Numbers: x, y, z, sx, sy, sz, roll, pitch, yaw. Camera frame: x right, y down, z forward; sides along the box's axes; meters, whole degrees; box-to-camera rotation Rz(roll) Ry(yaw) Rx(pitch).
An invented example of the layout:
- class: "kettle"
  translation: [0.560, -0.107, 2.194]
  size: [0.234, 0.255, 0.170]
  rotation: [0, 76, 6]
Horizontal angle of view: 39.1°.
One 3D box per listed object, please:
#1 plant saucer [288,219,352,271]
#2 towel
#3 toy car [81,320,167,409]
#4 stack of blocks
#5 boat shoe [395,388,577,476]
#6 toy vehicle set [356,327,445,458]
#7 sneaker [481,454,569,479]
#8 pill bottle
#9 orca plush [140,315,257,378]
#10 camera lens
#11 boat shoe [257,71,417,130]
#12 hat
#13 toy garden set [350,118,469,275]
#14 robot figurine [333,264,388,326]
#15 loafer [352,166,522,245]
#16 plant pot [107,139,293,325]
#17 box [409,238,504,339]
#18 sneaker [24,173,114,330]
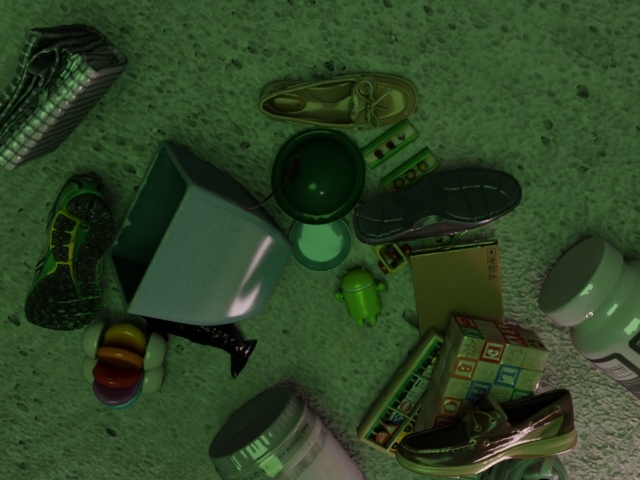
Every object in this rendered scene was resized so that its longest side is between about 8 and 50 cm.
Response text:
- class: "plant saucer"
  translation: [0.000, 0.000, 1.705]
  size: [0.119, 0.021, 0.119]
  rotation: [0, 106, 1]
- class: "towel"
  translation: [-0.459, -0.246, 1.511]
  size: [0.121, 0.284, 0.235]
  rotation: [42, 102, -9]
- class: "toy car"
  translation: [-0.381, 0.248, 1.716]
  size: [0.159, 0.136, 0.182]
  rotation: [11, 132, -3]
- class: "stack of blocks"
  translation: [0.294, 0.304, 1.708]
  size: [0.171, 0.087, 0.297]
  rotation: [12, 110, -12]
- class: "boat shoe"
  translation: [0.297, 0.330, 1.613]
  size: [0.341, 0.123, 0.123]
  rotation: [-6, 105, -10]
- class: "toy vehicle set"
  translation: [0.210, 0.316, 1.771]
  size: [0.166, 0.035, 0.267]
  rotation: [29, 106, -17]
- class: "sneaker"
  translation: [0.379, 0.526, 1.751]
  size: [0.137, 0.210, 0.366]
  rotation: [12, 107, -1]
- class: "pill bottle"
  translation: [0.591, 0.166, 1.638]
  size: [0.363, 0.210, 0.210]
  rotation: [37, 104, -9]
- class: "orca plush"
  translation: [-0.262, 0.167, 1.720]
  size: [0.151, 0.102, 0.287]
  rotation: [-41, 101, 12]
- class: "camera lens"
  translation: [-0.056, 0.450, 1.738]
  size: [0.219, 0.219, 0.274]
  rotation: [-34, 102, 11]
- class: "boat shoe"
  translation: [0.031, -0.240, 1.597]
  size: [0.285, 0.089, 0.105]
  rotation: [-4, 106, 2]
- class: "hat"
  translation: [-0.013, -0.117, 1.553]
  size: [0.172, 0.183, 0.209]
  rotation: [15, 83, 6]
- class: "toy garden set"
  translation: [0.146, -0.067, 1.666]
  size: [0.203, 0.049, 0.244]
  rotation: [-35, 102, 11]
- class: "robot figurine"
  translation: [0.077, 0.104, 1.710]
  size: [0.101, 0.067, 0.115]
  rotation: [-13, 106, 14]
- class: "loafer"
  translation: [0.205, -0.055, 1.613]
  size: [0.302, 0.095, 0.109]
  rotation: [-13, 74, 0]
- class: "plant pot"
  translation: [-0.199, 0.010, 1.601]
  size: [0.252, 0.248, 0.247]
  rotation: [23, 104, -28]
- class: "box"
  translation: [0.258, 0.095, 1.698]
  size: [0.164, 0.021, 0.201]
  rotation: [-8, 123, 5]
- class: "sneaker"
  translation: [-0.460, 0.031, 1.684]
  size: [0.134, 0.146, 0.344]
  rotation: [14, 122, -23]
